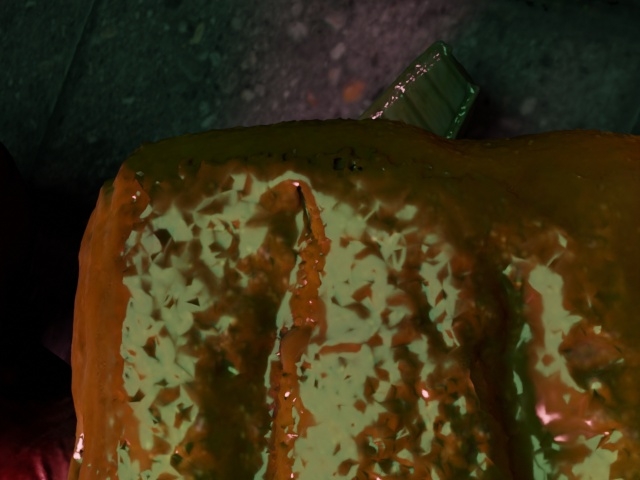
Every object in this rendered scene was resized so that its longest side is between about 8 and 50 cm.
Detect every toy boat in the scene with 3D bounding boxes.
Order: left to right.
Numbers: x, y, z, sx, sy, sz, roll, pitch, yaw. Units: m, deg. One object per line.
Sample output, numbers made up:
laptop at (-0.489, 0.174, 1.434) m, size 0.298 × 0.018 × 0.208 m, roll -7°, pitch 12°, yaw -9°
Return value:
toy boat at (0.000, 0.000, 0.744) m, size 0.293 × 0.055 × 0.093 m, roll -45°, pitch 55°, yaw 21°

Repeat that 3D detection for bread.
bread at (0.038, 0.108, 0.548) m, size 0.337 × 0.148 × 0.327 m, roll 3°, pitch 79°, yaw 8°

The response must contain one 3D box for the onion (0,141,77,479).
onion at (-0.291, 0.091, 0.790) m, size 0.420 × 0.398 × 0.398 m, roll 20°, pitch 92°, yaw 14°
